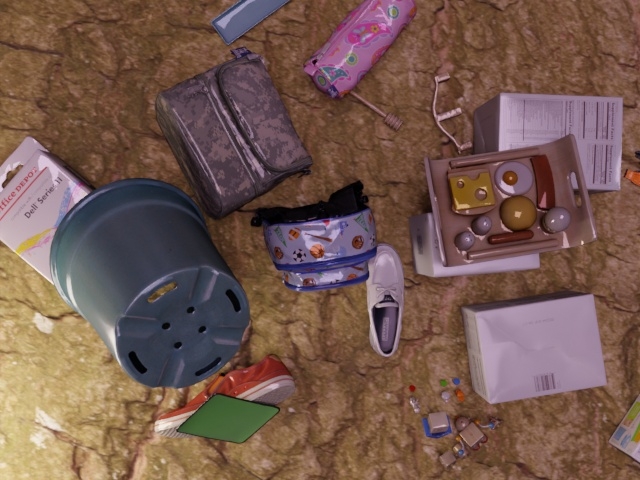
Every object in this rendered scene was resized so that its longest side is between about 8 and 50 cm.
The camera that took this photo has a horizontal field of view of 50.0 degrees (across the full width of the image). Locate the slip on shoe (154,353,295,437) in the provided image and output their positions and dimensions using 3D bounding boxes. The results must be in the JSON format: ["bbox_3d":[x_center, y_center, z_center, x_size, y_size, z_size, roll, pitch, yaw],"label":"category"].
[{"bbox_3d":[-0.217,0.354,1.536,0.331,0.123,0.101,-26,56,4],"label":"slip on shoe"}]

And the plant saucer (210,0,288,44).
[{"bbox_3d":[-0.155,-0.527,1.569,0.192,0.018,0.067,-36,92,-1],"label":"plant saucer"}]

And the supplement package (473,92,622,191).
[{"bbox_3d":[0.489,-0.204,1.508,0.262,0.199,0.198,1,91,-3],"label":"supplement package"}]

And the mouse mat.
[{"bbox_3d":[-0.199,0.390,1.496,0.189,0.007,0.152,25,121,-40],"label":"mouse mat"}]

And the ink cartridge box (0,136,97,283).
[{"bbox_3d":[-0.584,-0.053,1.501,0.353,0.119,0.207,40,89,-2],"label":"ink cartridge box"}]

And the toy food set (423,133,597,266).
[{"bbox_3d":[0.364,-0.080,1.336,0.306,0.092,0.220,-8,80,-4],"label":"toy food set"}]

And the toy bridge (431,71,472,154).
[{"bbox_3d":[0.294,-0.288,1.586,0.063,0.026,0.188,-18,91,0],"label":"toy bridge"}]

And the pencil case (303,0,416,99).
[{"bbox_3d":[0.085,-0.445,1.528,0.124,0.124,0.284,43,88,-2],"label":"pencil case"}]

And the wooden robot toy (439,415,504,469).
[{"bbox_3d":[0.335,0.445,1.585,0.173,0.076,0.079,-40,57,-2],"label":"wooden robot toy"}]

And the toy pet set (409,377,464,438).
[{"bbox_3d":[0.270,0.390,1.584,0.122,0.065,0.114,-6,56,-5],"label":"toy pet set"}]

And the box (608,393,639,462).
[{"bbox_3d":[0.778,0.420,1.568,0.103,0.114,0.203,34,88,-3],"label":"box"}]

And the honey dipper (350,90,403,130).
[{"bbox_3d":[0.118,-0.310,1.578,0.160,0.030,0.030,36,89,1],"label":"honey dipper"}]

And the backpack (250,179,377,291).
[{"bbox_3d":[0.000,0.000,1.456,0.276,0.263,0.213,-15,91,-3],"label":"backpack"}]

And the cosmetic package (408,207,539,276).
[{"bbox_3d":[0.326,0.002,1.490,0.224,0.224,0.138,-6,90,-2],"label":"cosmetic package"}]

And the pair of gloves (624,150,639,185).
[{"bbox_3d":[0.762,-0.168,1.616,0.074,0.010,0.083,27,88,-2],"label":"pair of gloves"}]

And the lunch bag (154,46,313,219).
[{"bbox_3d":[-0.183,-0.232,1.484,0.256,0.212,0.305,-29,92,-19],"label":"lunch bag"}]

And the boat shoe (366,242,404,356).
[{"bbox_3d":[0.152,0.134,1.552,0.095,0.084,0.258,-5,91,-2],"label":"boat shoe"}]

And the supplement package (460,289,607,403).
[{"bbox_3d":[0.471,0.233,1.537,0.261,0.145,0.204,-9,90,-2],"label":"supplement package"}]

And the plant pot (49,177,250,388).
[{"bbox_3d":[-0.317,0.093,1.339,0.341,0.334,0.341,-15,121,-27],"label":"plant pot"}]
